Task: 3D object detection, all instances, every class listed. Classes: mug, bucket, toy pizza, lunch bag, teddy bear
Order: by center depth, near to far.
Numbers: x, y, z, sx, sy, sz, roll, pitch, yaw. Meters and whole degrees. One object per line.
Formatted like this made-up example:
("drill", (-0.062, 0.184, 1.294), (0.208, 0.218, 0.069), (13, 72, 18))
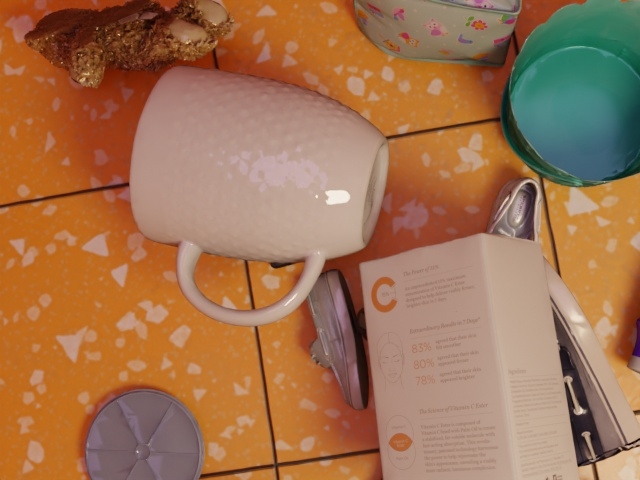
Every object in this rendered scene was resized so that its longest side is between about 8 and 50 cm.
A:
("mug", (-0.087, -0.056, 1.272), (0.327, 0.276, 0.374), (11, 74, 13))
("bucket", (0.410, -0.211, 1.311), (0.281, 0.183, 0.281), (-1, 84, 5))
("lunch bag", (0.174, -0.380, 1.329), (0.262, 0.223, 0.160), (9, 80, 8))
("teddy bear", (-0.301, -0.315, 1.383), (0.337, 0.245, 0.113), (-11, 127, 7))
("toy pizza", (-0.285, 0.343, 1.404), (0.201, 0.032, 0.201), (-1, 85, 7))

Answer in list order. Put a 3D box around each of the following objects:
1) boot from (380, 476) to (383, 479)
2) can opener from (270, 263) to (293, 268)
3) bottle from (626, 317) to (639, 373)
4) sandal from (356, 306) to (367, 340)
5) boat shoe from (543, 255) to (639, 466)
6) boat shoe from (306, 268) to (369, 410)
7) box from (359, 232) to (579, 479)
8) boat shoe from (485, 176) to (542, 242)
("boot", (0.200, 0.384, 1.326), (0.236, 0.089, 0.270), (27, 87, 7))
("can opener", (0.000, 0.000, 1.403), (0.186, 0.073, 0.059), (-27, 122, 6))
("bottle", (0.552, 0.077, 1.303), (0.092, 0.118, 0.283), (24, 87, 7))
("sandal", (0.147, 0.141, 1.372), (0.180, 0.049, 0.072), (4, 94, 4))
("boat shoe", (0.341, 0.194, 1.287), (0.158, 0.127, 0.341), (-28, 96, 6))
("boat shoe", (0.021, 0.162, 1.374), (0.081, 0.079, 0.228), (-15, 79, 13))
("box", (0.202, 0.183, 1.197), (0.215, 0.168, 0.346), (-16, 74, 41))
("boat shoe", (0.286, 0.032, 1.344), (0.098, 0.096, 0.277), (12, 86, 6))
